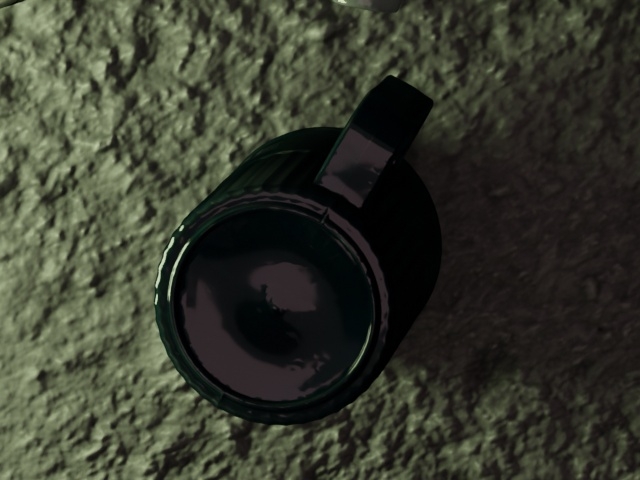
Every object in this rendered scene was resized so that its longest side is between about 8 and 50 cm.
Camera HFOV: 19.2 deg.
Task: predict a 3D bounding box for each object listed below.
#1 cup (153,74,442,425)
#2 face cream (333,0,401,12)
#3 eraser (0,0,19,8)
[{"bbox_3d":[0.007,0.017,1.801,0.308,0.292,0.242,-29,95,15],"label":"cup"},{"bbox_3d":[0.060,-0.325,1.843,0.084,0.057,0.198,12,101,7],"label":"face cream"},{"bbox_3d":[-0.222,-0.320,1.857,0.279,0.124,0.081,-25,97,14],"label":"eraser"}]
